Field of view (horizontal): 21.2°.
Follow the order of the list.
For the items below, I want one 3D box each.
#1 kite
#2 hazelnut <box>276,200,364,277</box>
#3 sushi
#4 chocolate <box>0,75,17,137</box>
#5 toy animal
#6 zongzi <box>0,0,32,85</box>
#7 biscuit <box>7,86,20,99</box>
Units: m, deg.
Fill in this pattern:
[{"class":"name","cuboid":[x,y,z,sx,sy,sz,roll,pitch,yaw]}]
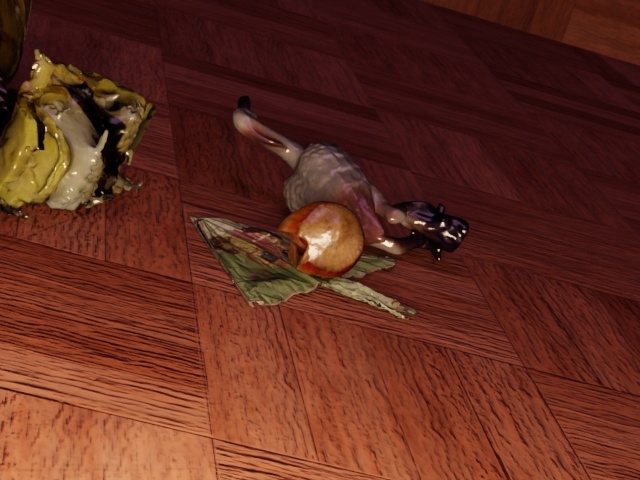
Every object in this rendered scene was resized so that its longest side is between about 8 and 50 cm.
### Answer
[{"class":"kite","cuboid":[-0.022,0.022,1.717,0.268,0.013,0.323,25,18,24]},{"class":"hazelnut","cuboid":[0.000,0.000,1.670,0.086,0.086,0.086,17,16,-5]},{"class":"sushi","cuboid":[-0.242,-0.110,1.701,0.131,0.139,0.291,30,17,11]},{"class":"chocolate","cuboid":[-0.391,-0.188,1.721,0.206,0.177,0.224,10,19,-27]},{"class":"toy animal","cuboid":[0.005,-0.062,1.886,0.324,0.090,0.195,31,12,12]},{"class":"zongzi","cuboid":[-0.388,-0.321,1.957,0.134,0.288,0.286,8,18,-15]},{"class":"biscuit","cuboid":[-0.297,-0.150,1.962,0.138,0.031,0.205,28,20,30]}]
